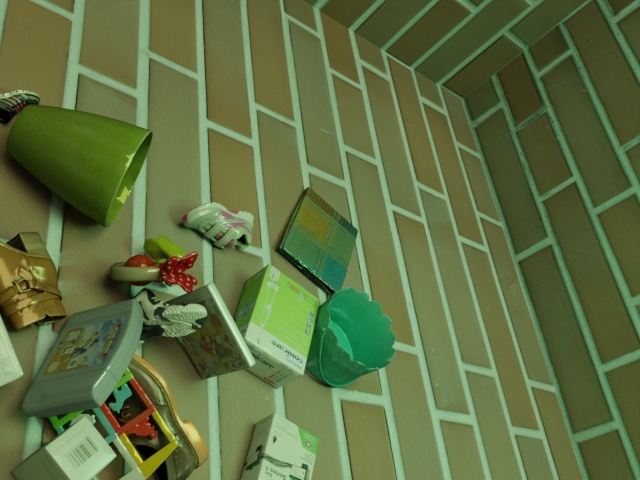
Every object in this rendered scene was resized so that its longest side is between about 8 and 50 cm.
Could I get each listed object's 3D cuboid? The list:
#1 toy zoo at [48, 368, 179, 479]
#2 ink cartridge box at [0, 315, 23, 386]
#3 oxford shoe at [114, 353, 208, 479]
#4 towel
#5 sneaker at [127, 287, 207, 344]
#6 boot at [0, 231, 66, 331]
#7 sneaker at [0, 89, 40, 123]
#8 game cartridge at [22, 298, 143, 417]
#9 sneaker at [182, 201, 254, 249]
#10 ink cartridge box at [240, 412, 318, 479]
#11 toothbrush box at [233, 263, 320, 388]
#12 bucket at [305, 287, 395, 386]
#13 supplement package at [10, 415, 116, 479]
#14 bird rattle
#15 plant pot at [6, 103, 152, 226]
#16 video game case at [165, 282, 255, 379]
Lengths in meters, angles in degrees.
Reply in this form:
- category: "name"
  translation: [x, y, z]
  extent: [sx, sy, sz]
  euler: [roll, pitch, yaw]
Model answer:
- category: "toy zoo"
  translation: [-0.442, 0.415, 1.449]
  extent: [0.192, 0.030, 0.293]
  euler: [-35, 86, -17]
- category: "ink cartridge box"
  translation: [-0.808, 0.194, 1.256]
  extent: [0.385, 0.091, 0.308]
  euler: [-22, 92, -35]
- category: "oxford shoe"
  translation: [-0.405, 0.394, 1.521]
  extent: [0.363, 0.130, 0.133]
  euler: [52, 43, -1]
- category: "towel"
  translation: [0.000, 0.000, 2.339]
  extent: [0.271, 0.040, 0.370]
  euler: [41, 37, -17]
- category: "sneaker"
  translation: [-0.394, 0.166, 1.659]
  extent: [0.153, 0.235, 0.094]
  euler: [-100, 166, -48]
- category: "boot"
  translation: [-0.706, 0.102, 1.465]
  extent: [0.283, 0.109, 0.220]
  euler: [-7, 71, -57]
- category: "sneaker"
  translation: [-0.801, -0.340, 1.732]
  extent: [0.170, 0.063, 0.074]
  euler: [-20, 76, -47]
- category: "game cartridge"
  translation: [-0.497, 0.244, 1.453]
  extent: [0.297, 0.198, 0.062]
  euler: [-83, 151, -55]
- category: "sneaker"
  translation: [-0.292, -0.036, 1.999]
  extent: [0.252, 0.103, 0.111]
  euler: [9, 53, -42]
- category: "ink cartridge box"
  translation: [-0.106, 0.582, 1.714]
  extent: [0.160, 0.093, 0.219]
  euler: [36, 40, -21]
- category: "toothbrush box"
  translation: [-0.135, 0.244, 1.928]
  extent: [0.206, 0.122, 0.283]
  euler: [37, 39, -22]
- category: "bucket"
  translation: [0.074, 0.301, 2.055]
  extent: [0.281, 0.183, 0.281]
  euler: [27, 45, -30]
- category: "supplement package"
  translation: [-0.508, 0.441, 1.323]
  extent: [0.105, 0.179, 0.105]
  euler: [52, 37, -2]
- category: "bird rattle"
  translation: [-0.421, 0.083, 1.689]
  extent: [0.207, 0.253, 0.143]
  euler: [-5, 105, -19]
- category: "plant pot"
  translation: [-0.619, -0.217, 1.695]
  extent: [0.294, 0.274, 0.274]
  euler: [25, 43, -10]
- category: "video game case"
  translation: [-0.282, 0.232, 1.679]
  extent: [0.026, 0.206, 0.226]
  euler: [-33, 98, -47]
